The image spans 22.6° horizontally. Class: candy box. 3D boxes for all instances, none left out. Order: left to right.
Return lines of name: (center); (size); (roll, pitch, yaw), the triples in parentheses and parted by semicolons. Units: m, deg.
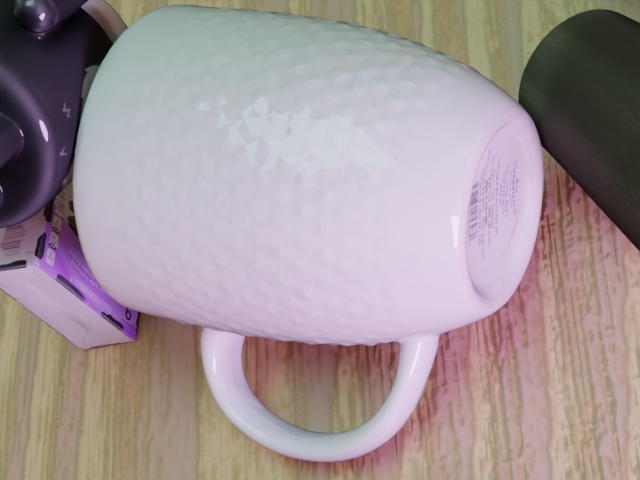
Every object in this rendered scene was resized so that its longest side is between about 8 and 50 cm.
candy box: (-0.235, -0.020, 1.543); (0.070, 0.165, 0.196); (-10, 57, 26)

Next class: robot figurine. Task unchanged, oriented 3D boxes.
robot figurine: (-0.262, -0.116, 1.361); (0.209, 0.174, 0.278); (-17, 20, 27)

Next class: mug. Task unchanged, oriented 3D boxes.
mug: (0.000, 0.000, 1.345); (0.328, 0.276, 0.374); (9, 97, 28)

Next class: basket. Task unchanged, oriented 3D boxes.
basket: (0.270, -0.084, 1.272); (0.204, 0.154, 0.227); (-10, 33, -27)
